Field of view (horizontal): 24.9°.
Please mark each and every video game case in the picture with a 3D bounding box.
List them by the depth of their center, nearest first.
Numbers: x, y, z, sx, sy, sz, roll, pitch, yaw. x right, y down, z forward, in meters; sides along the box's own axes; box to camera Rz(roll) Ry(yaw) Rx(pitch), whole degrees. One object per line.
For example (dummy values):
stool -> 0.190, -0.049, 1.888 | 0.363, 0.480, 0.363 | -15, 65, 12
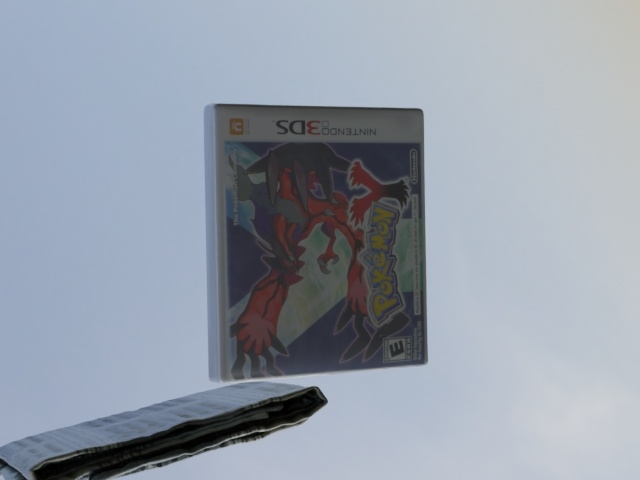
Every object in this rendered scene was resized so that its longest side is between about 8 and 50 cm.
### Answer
video game case -> 0.000, 0.000, 1.082 | 0.183, 0.023, 0.201 | -2, -88, -31

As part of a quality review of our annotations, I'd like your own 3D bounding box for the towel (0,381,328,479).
towel -> -0.178, 0.211, 1.530 | 0.324, 0.312, 0.056 | 164, 92, -72
